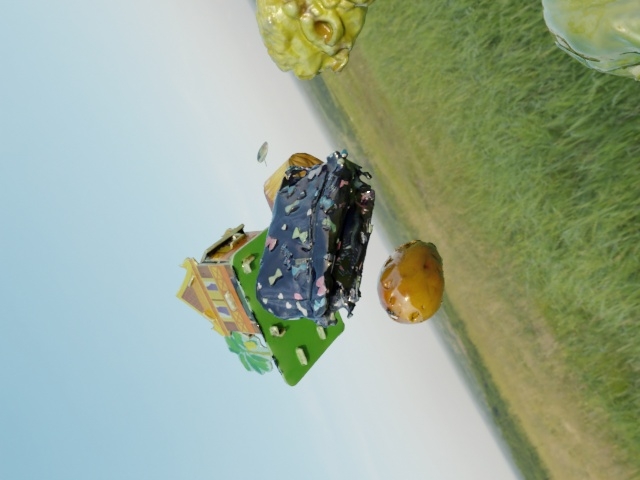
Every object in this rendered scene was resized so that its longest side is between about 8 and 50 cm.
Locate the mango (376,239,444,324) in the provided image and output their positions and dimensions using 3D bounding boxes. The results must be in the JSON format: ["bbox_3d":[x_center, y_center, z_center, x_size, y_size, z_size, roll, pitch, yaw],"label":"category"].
[{"bbox_3d":[0.220,0.089,1.303,0.156,0.151,0.248,32,-142,2],"label":"mango"}]

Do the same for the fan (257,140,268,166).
[{"bbox_3d":[-0.157,-0.226,1.500,0.003,0.060,0.080,13,-110,-33],"label":"fan"}]

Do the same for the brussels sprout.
[{"bbox_3d":[0.661,-0.520,1.164,0.425,0.342,0.361,25,-177,-26],"label":"brussels sprout"}]

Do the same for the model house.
[{"bbox_3d":[-0.155,0.133,1.292,0.242,0.313,0.357,-42,-62,-39],"label":"model house"}]

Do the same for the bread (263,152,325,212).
[{"bbox_3d":[-0.029,-0.077,1.446,0.204,0.156,0.288,-1,-127,-45],"label":"bread"}]

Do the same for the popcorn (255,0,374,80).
[{"bbox_3d":[-0.019,-0.449,1.073,0.286,0.225,0.173,-54,48,51],"label":"popcorn"}]

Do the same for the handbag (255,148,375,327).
[{"bbox_3d":[0.000,0.000,0.840,0.113,0.162,0.260,25,-112,-40],"label":"handbag"}]
